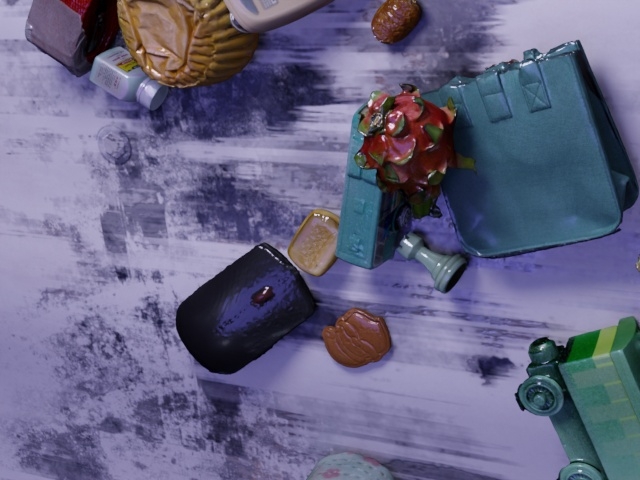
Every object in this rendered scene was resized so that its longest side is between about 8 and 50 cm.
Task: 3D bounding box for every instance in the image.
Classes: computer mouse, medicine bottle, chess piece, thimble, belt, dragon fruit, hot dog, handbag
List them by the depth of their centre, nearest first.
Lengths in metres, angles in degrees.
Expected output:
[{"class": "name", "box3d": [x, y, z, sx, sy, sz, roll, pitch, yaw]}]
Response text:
[{"class": "dragon fruit", "box3d": [0.138, -0.114, 1.451, 0.137, 0.135, 0.235, 5, 135, 45]}, {"class": "handbag", "box3d": [0.294, -0.125, 1.471, 0.269, 0.100, 0.274, -16, 103, 39]}, {"class": "computer mouse", "box3d": [-0.040, -0.395, 1.488, 0.237, 0.082, 0.145, -29, 103, 3]}, {"class": "hot dog", "box3d": [0.110, -0.324, 1.507, 0.058, 0.035, 0.083, 46, 125, 1]}, {"class": "chess piece", "box3d": [0.172, 0.030, 1.631, 0.103, 0.067, 0.067, 36, 125, 20]}, {"class": "belt", "box3d": [-0.404, -0.378, 1.693, 0.124, 0.128, 0.200, 35, 126, 10]}, {"class": "medicine bottle", "box3d": [-0.316, -0.268, 1.731, 0.118, 0.074, 0.055, 34, 123, 10]}, {"class": "computer mouse", "box3d": [-0.147, 0.133, 1.826, 0.295, 0.087, 0.168, -39, 89, 33]}, {"class": "thimble", "box3d": [0.054, 0.498, 1.860, 0.185, 0.149, 0.210, -16, 105, 30]}]

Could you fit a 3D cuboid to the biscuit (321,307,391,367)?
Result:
[{"class": "biscuit", "box3d": [0.063, 0.169, 1.776, 0.130, 0.019, 0.102, -31, 98, 34]}]

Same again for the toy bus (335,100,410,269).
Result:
[{"class": "toy bus", "box3d": [0.086, -0.087, 1.593, 0.091, 0.109, 0.261, 19, 119, 26]}]

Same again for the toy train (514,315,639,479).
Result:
[{"class": "toy train", "box3d": [0.431, 0.269, 1.571, 0.202, 0.120, 0.300, -18, 104, 30]}]

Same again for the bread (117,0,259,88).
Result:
[{"class": "bread", "box3d": [-0.207, -0.334, 1.591, 0.240, 0.139, 0.239, 13, 136, 13]}]

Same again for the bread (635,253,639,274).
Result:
[{"class": "bread", "box3d": [0.548, 0.040, 1.414, 0.196, 0.102, 0.138, -19, 106, 31]}]

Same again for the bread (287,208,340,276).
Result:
[{"class": "bread", "box3d": [0.000, 0.000, 1.706, 0.082, 0.056, 0.115, 32, 119, 6]}]
